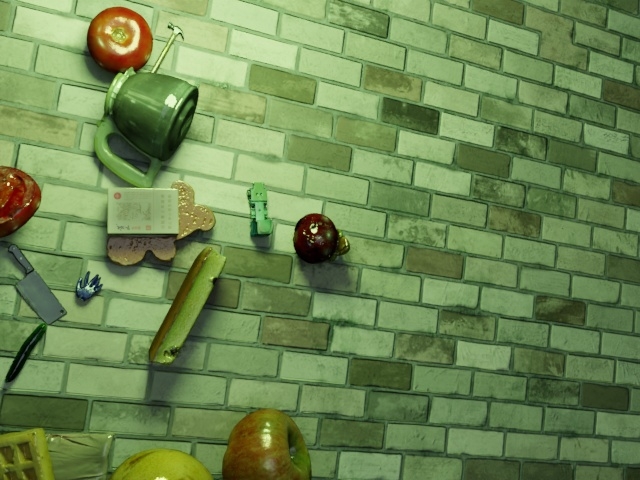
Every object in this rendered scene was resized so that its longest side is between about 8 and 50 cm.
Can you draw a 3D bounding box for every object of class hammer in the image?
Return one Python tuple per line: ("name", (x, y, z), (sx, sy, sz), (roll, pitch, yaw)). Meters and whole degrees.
("hammer", (-0.479, -0.586, 1.914), (0.062, 0.017, 0.182), (27, 79, -15))

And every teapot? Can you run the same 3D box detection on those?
("teapot", (-0.513, -0.351, 1.811), (0.239, 0.322, 0.240), (25, 39, -3))

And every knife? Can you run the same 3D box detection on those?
("knife", (-0.817, 0.125, 1.740), (0.072, 0.019, 0.245), (-35, 99, -17))

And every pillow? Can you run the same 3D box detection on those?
("pillow", (-0.690, 0.610, 1.675), (0.270, 0.067, 0.174), (-2, 81, 8))

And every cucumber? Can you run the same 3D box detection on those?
("cucumber", (-0.821, 0.310, 1.716), (0.036, 0.033, 0.184), (26, 76, 11))

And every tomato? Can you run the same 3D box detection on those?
("tomato", (-0.866, -0.091, 1.667), (0.232, 0.140, 0.200), (16, 55, 7))
("tomato", (-0.588, -0.584, 1.813), (0.195, 0.136, 0.195), (1, 88, -17))

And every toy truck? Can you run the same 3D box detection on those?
("toy truck", (-0.187, -0.099, 1.937), (0.067, 0.081, 0.175), (-2, 86, -21))

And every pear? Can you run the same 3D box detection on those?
("pear", (-0.436, 0.721, 1.679), (0.314, 0.314, 0.315), (2, 85, -19))

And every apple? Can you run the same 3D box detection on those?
("apple", (-0.169, 0.654, 1.788), (0.249, 0.277, 0.310), (-21, 79, 16))

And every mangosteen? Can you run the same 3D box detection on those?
("mangosteen", (0.000, 0.000, 1.951), (0.180, 0.166, 0.166), (20, 80, -19))

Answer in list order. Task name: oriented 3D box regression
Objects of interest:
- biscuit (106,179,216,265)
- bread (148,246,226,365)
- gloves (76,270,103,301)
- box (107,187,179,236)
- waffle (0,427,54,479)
("biscuit", (-0.491, -0.038, 1.847), (0.324, 0.049, 0.205), (-40, 96, -18))
("bread", (-0.393, 0.194, 1.814), (0.077, 0.138, 0.362), (29, 77, -17))
("gloves", (-0.672, 0.130, 1.783), (0.064, 0.026, 0.086), (43, 74, -9))
("box", (-0.514, -0.082, 1.792), (0.201, 0.058, 0.141), (-1, 84, -17))
("waffle", (-0.825, 0.623, 1.625), (0.247, 0.055, 0.221), (-12, 91, 7))
